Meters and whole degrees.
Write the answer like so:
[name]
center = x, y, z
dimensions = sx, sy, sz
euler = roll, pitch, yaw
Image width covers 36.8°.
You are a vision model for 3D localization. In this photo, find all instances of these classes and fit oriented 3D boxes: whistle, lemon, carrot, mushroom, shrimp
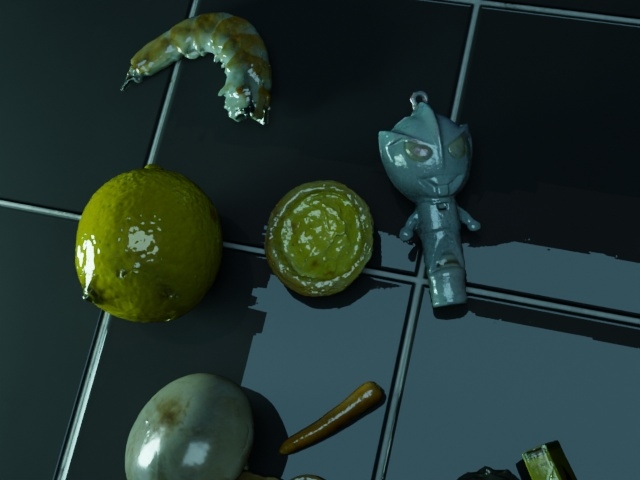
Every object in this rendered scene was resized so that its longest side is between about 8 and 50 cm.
[whistle]
center = 0.179, -0.069, 1.512
dimensions = 0.142, 0.134, 0.346
euler = -3, 82, -33
[lemon]
center = -0.265, 0.002, 1.509
dimensions = 0.228, 0.228, 0.253
euler = 13, 76, 13
[carrot]
center = 0.014, 0.279, 1.481
dimensions = 0.190, 0.037, 0.037
euler = -34, 72, 0
[mushroom]
center = -0.185, 0.308, 1.433
dimensions = 0.178, 0.226, 0.226
euler = 35, 81, -22
[shrimp]
center = -0.197, -0.314, 1.667
dimensions = 0.287, 0.068, 0.185
euler = 18, 76, 16

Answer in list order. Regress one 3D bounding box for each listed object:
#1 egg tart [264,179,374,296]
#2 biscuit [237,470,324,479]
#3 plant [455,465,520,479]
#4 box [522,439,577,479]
[egg tart]
center = 0.000, 0.000, 1.541
dimensions = 0.191, 0.074, 0.191
euler = -2, 75, 9
[biscuit]
center = -0.040, 0.426, 1.452
dimensions = 0.236, 0.040, 0.144
euler = 1, 80, 12
[plant]
center = 0.253, 0.440, 1.326
dimensions = 0.142, 0.164, 0.256
euler = -12, 93, -5
[box]
center = 0.364, 0.411, 1.317
dimensions = 0.041, 0.153, 0.279
euler = -29, 72, 15
